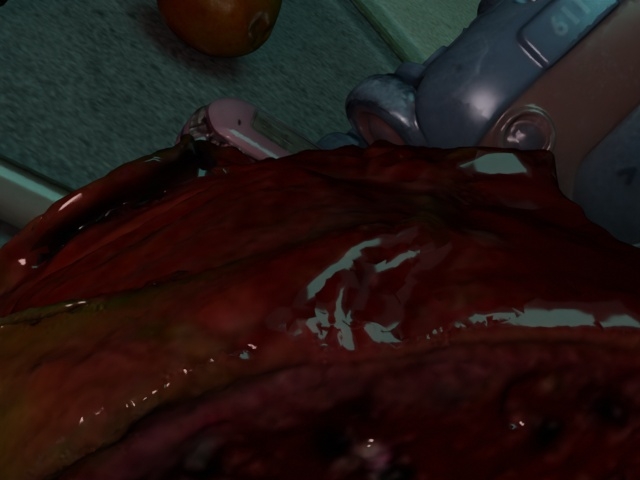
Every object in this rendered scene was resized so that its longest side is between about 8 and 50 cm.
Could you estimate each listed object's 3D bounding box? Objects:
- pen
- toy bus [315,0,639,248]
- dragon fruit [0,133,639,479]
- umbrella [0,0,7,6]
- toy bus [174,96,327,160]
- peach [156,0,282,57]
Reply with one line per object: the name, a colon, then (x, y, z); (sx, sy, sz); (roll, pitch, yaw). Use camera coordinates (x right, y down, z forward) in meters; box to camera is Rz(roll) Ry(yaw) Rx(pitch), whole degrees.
pen: (-0.163, -0.024, 0.693); (0.233, 0.032, 0.040); (26, 50, -19)
toy bus: (0.147, -0.047, 0.872); (0.232, 0.197, 0.294); (48, -16, 0)
dragon fruit: (-0.048, 0.076, 0.555); (0.302, 0.240, 0.330); (-3, 14, -14)
umbrella: (-0.256, -0.138, 0.709); (0.118, 0.118, 0.340); (40, 15, 9)
toy bus: (0.000, 0.000, 0.790); (0.203, 0.090, 0.063); (31, 25, -10)
peach: (-0.073, -0.180, 1.019); (0.100, 0.101, 0.101); (29, 25, -15)
